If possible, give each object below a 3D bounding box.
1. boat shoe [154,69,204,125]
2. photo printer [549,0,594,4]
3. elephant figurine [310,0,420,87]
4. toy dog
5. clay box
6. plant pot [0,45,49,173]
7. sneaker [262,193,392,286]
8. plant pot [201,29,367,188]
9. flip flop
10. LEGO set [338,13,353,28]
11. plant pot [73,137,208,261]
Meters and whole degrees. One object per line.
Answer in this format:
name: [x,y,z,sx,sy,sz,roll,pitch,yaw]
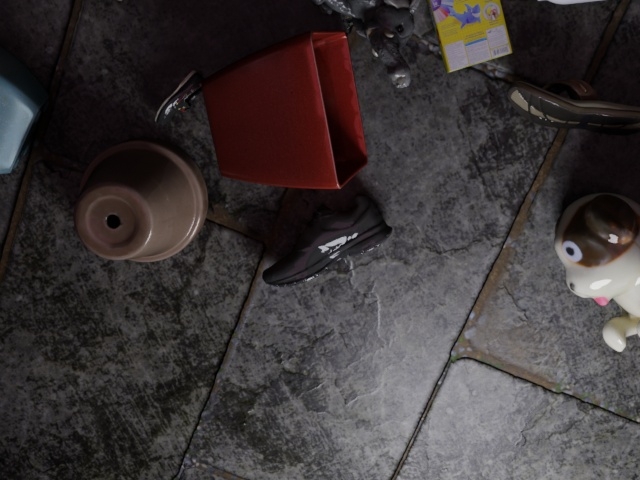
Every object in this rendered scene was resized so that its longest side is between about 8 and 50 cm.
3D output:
boat shoe: [-0.282,-0.281,1.403,0.042,0.049,0.133,44,98,0]
photo printer: [0.526,-0.569,1.261,0.308,0.107,0.256,-6,104,5]
elephant figurine: [0.110,-0.426,1.285,0.239,0.169,0.186,37,100,-10]
toy dog: [0.656,0.033,1.328,0.408,0.284,0.395,12,92,-1]
clay box: [0.275,-0.448,1.332,0.127,0.053,0.222,-16,102,7]
plant pot: [-0.677,-0.258,1.336,0.252,0.248,0.247,26,104,-21]
sneaker: [0.000,0.000,1.445,0.286,0.109,0.130,-28,95,0]
plant pot: [-0.069,-0.238,1.311,0.236,0.267,0.267,-6,105,18]
flip flop: [0.500,-0.270,1.349,0.277,0.112,0.080,9,79,3]
LEGO set: [0.055,-0.455,1.358,0.054,0.023,0.083,21,89,-16]
plant pot: [-0.370,-0.061,1.373,0.263,0.229,0.263,0,105,1]
